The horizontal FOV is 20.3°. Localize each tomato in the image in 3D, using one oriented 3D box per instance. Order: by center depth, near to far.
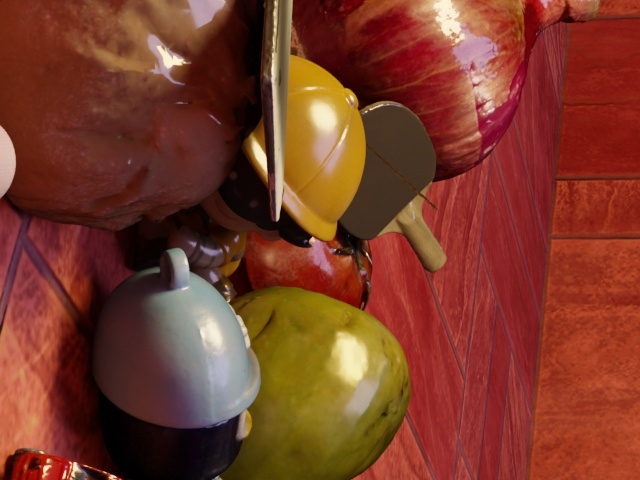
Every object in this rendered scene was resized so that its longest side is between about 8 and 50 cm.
[{"bbox_3d":[0.002,-0.001,1.975,0.228,0.101,0.228,-8,90,-67],"label":"tomato"}]

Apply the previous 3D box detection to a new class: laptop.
[{"bbox_3d":[-0.033,-0.172,1.429,0.188,0.015,0.269,89,2,-56],"label":"laptop"}]

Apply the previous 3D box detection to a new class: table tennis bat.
[{"bbox_3d":[0.081,-0.048,1.931,0.138,0.022,0.246,-44,134,-9],"label":"table tennis bat"}]

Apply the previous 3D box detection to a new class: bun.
[{"bbox_3d":[-0.140,-0.147,1.405,0.281,0.204,0.282,-2,90,-72],"label":"bun"}]

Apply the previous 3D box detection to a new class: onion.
[{"bbox_3d":[0.142,-0.240,2.064,0.348,0.385,0.348,163,-90,-82],"label":"onion"}]

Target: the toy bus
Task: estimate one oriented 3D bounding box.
[{"bbox_3d":[-0.186,0.230,1.444,0.195,0.089,0.081,57,36,-61],"label":"toy bus"}]

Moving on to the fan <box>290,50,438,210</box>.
[{"bbox_3d":[-0.002,-0.142,1.782,0.009,0.329,0.191,-48,179,-9],"label":"fan"}]

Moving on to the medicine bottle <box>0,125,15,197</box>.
[{"bbox_3d":[-0.277,-0.045,1.125,0.260,0.095,0.095,-15,104,-72],"label":"medicine bottle"}]

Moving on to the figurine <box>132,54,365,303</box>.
[{"bbox_3d":[-0.066,-0.060,1.615,0.192,0.257,0.167,53,43,4],"label":"figurine"}]

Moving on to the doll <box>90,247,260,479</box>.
[{"bbox_3d":[-0.124,0.147,1.560,0.177,0.141,0.314,-133,-143,-51],"label":"doll"}]

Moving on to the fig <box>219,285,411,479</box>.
[{"bbox_3d":[-0.027,0.190,1.751,0.233,0.233,0.314,67,22,-53],"label":"fig"}]
